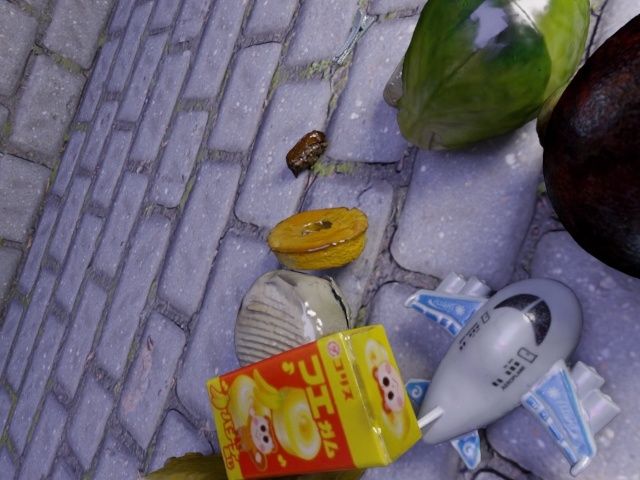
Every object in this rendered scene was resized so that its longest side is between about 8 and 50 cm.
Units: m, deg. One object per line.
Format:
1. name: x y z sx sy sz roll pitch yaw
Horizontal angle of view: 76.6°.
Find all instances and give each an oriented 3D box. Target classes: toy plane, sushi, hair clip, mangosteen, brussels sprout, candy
1. toy plane: 0.209 0.155 0.503 0.267 0.123 0.266 -13 67 33
2. sushi: -0.029 -0.182 0.839 0.120 0.052 0.055 -38 57 24
3. hair clip: 0.062 -0.428 0.854 0.115 0.039 0.030 -55 46 15
4. mangosteen: 0.351 -0.096 0.379 0.288 0.288 0.287 -13 69 35
5. brussels sprout: 0.224 -0.247 0.564 0.219 0.210 0.271 49 132 12
6. candy: -0.026 0.215 0.525 0.276 0.088 0.146 -31 69 35

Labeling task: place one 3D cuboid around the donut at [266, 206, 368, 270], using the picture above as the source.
1. donut: 0.000 0.000 0.706 0.178 0.162 0.065 4 121 33

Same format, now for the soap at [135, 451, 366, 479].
1. soap: -0.138 0.388 0.676 0.304 0.169 0.338 39 101 29

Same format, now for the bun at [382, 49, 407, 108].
1. bun: 0.158 -0.280 0.700 0.069 0.115 0.115 31 98 -5

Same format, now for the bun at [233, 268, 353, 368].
1. bun: -0.040 0.159 0.685 0.239 0.141 0.239 -3 86 40
